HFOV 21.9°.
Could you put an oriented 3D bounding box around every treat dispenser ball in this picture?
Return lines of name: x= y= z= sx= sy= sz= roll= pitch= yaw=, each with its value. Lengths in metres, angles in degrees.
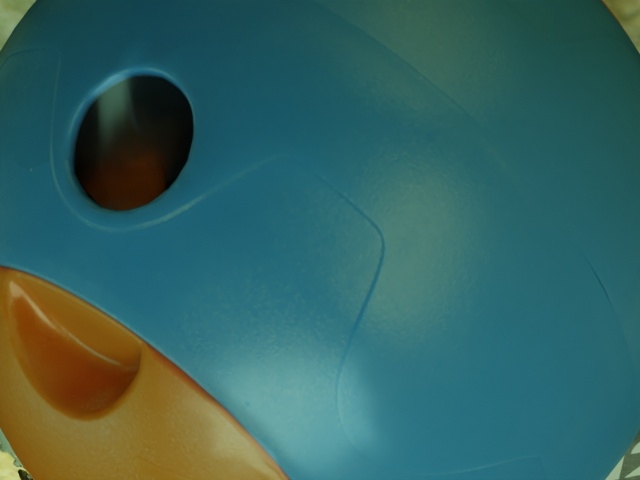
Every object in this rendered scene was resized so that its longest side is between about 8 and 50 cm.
treat dispenser ball: x=0.000 y=0.000 z=0.655 sx=0.288 sy=0.288 sz=0.288 roll=4 pitch=142 yaw=3

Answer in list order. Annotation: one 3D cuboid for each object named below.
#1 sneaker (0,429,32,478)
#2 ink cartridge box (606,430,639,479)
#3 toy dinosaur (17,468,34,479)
sneaker: x=-0.053 y=0.133 z=0.983 sx=0.146 sy=0.102 sz=0.293 roll=-24 pitch=133 yaw=32
ink cartridge box: x=0.088 y=0.126 z=0.905 sx=0.303 sy=0.072 sz=0.307 roll=-7 pitch=139 yaw=-6
toy dinosaur: x=-0.236 y=0.136 z=0.975 sx=0.200 sy=0.127 sz=0.296 roll=3 pitch=151 yaw=3
